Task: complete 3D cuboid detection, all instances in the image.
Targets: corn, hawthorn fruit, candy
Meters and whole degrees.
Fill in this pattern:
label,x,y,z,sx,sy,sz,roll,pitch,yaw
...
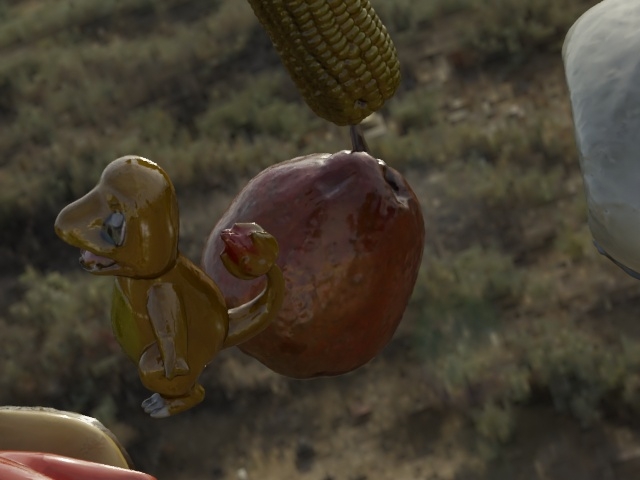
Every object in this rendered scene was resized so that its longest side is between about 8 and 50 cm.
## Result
label,x,y,z,sx,sy,sz,roll,pitch,yaw
corn,-0.013,-0.181,1.324,0.080,0.231,0.080,-20,32,13
hawthorn fruit,0.000,0.000,1.822,0.211,0.262,0.210,19,22,-8
candy,0.390,-0.106,1.456,0.427,0.186,0.386,6,38,15

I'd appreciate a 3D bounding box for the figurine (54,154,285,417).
label,x,y,z,sx,sy,sz,roll,pitch,yaw
figurine,-0.087,0.016,1.179,0.122,0.176,0.121,-22,42,-2

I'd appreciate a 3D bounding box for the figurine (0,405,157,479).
label,x,y,z,sx,sy,sz,roll,pitch,yaw
figurine,-0.100,0.129,0.462,0.208,0.180,0.257,14,6,2
